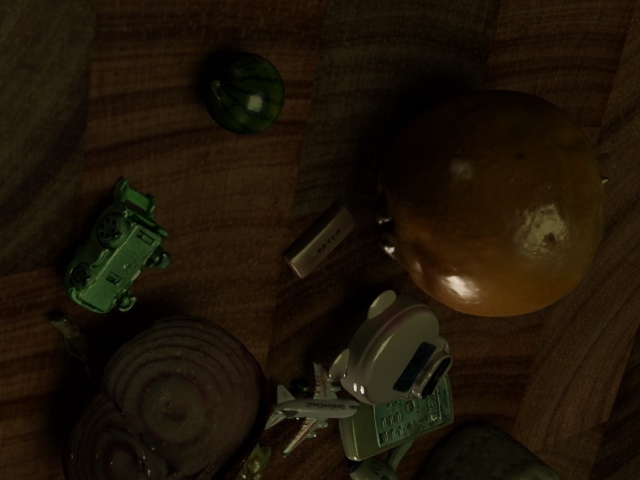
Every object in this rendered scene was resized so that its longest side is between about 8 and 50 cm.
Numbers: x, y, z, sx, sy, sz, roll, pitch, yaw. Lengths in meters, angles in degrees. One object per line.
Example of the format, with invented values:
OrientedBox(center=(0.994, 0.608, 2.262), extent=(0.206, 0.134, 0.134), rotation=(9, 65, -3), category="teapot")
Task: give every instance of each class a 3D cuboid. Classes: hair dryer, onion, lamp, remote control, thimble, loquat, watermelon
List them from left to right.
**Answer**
OrientedBox(center=(-0.201, 0.243, 1.542), extent=(0.256, 0.272, 0.230), rotation=(-11, 149, -32), category="onion")
OrientedBox(center=(-0.095, -0.178, 1.442), extent=(0.109, 0.109, 0.109), rotation=(-24, 131, -31), category="watermelon")
OrientedBox(center=(0.109, 0.168, 1.862), extent=(0.179, 0.108, 0.246), rotation=(-54, 142, 5), category="lamp")
OrientedBox(center=(0.129, 0.288, 1.998), extent=(0.233, 0.038, 0.098), rotation=(-14, 101, -38), category="remote control")
OrientedBox(center=(0.156, 0.386, 2.050), extent=(0.199, 0.067, 0.167), rotation=(-38, 97, -27), category="hair dryer")
OrientedBox(center=(0.312, 0.496, 2.217), extent=(0.291, 0.195, 0.292), rotation=(-23, 131, -30), category="thimble")
OrientedBox(center=(0.236, -0.050, 1.674), extent=(0.328, 0.328, 0.329), rotation=(-24, 131, -31), category="loquat")

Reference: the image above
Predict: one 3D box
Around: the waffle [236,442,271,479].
OrientedBox(center=(-0.171, 0.380, 1.779), extent=(0.204, 0.054, 0.223), rotation=(17, 105, -48), category="waffle")

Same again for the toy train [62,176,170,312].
OrientedBox(center=(-0.246, 0.011, 1.444), extent=(0.149, 0.081, 0.099), rotation=(-51, 140, 5), category="toy train")

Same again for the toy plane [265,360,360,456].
OrientedBox(center=(-0.010, 0.252, 1.838), extent=(0.171, 0.065, 0.162), rotation=(1, 115, -46), category="toy plane")

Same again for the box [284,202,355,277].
OrientedBox(center=(0.000, 0.000, 1.707), extent=(0.115, 0.025, 0.048), rotation=(-45, 140, -12), category="box")
